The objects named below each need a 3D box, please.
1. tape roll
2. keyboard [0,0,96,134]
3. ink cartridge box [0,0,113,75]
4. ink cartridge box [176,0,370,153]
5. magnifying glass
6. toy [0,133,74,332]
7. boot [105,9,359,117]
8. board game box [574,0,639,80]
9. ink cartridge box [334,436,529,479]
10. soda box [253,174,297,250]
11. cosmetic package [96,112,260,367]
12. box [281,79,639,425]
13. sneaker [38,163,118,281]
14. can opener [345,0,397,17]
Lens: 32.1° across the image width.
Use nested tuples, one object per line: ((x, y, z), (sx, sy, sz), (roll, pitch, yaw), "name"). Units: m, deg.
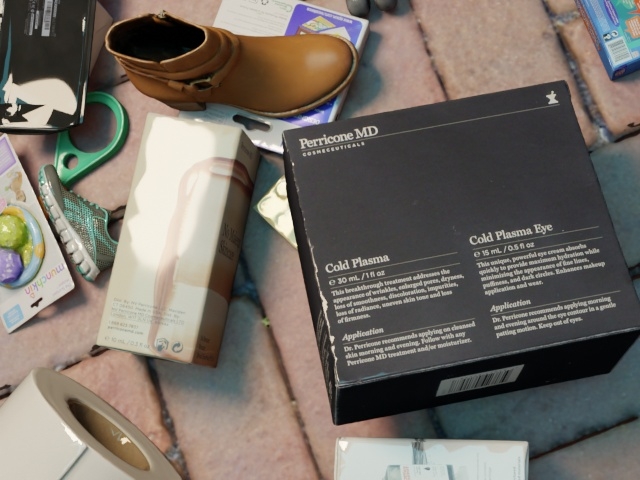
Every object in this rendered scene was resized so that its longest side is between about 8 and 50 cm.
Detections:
((-0.306, 0.294, 1.340), (0.246, 0.246, 0.169), (40, 89, 13), "tape roll")
((-0.398, -0.295, 1.480), (0.202, 0.033, 0.317), (3, 79, 2), "keyboard")
((-0.422, -0.296, 1.541), (0.231, 0.078, 0.134), (21, 84, 12), "ink cartridge box")
((-0.062, -0.222, 1.487), (0.206, 0.045, 0.208), (20, 84, 13), "ink cartridge box")
((-0.345, -0.099, 1.522), (0.092, 0.026, 0.231), (31, 89, 12), "magnifying glass")
((-0.433, -0.010, 1.488), (0.137, 0.056, 0.237), (-33, 73, 26), "toy")
((-0.106, -0.230, 1.360), (0.283, 0.220, 0.109), (0, 81, 11), "boot")
((0.439, -0.318, 1.421), (0.210, 0.047, 0.160), (-21, 77, 6), "board game box")
((0.133, 0.279, 1.313), (0.218, 0.158, 0.092), (1, 79, 10), "ink cartridge box")
((0.000, 0.000, 1.434), (0.181, 0.058, 0.061), (43, 90, 12), "soda box")
((-0.174, 0.005, 1.415), (0.129, 0.153, 0.296), (10, 84, 9), "cosmetic package")
((0.151, 0.016, 1.289), (0.343, 0.179, 0.312), (-10, 68, -4), "box")
((-0.318, -0.032, 1.485), (0.076, 0.065, 0.166), (-28, 95, -17), "sneaker")
((0.041, -0.441, 1.480), (0.076, 0.095, 0.283), (-13, 73, 8), "can opener")
